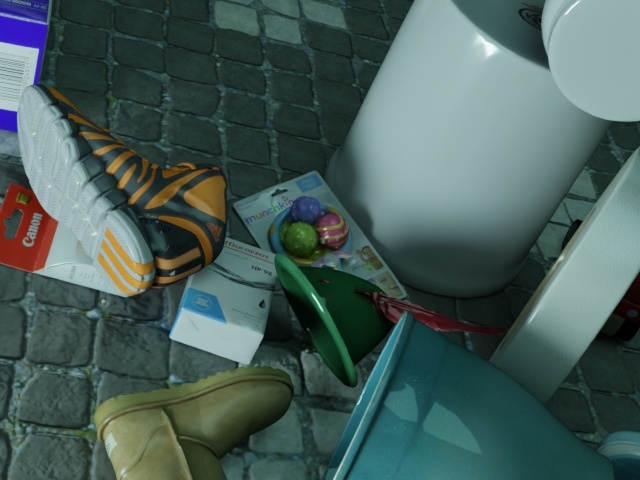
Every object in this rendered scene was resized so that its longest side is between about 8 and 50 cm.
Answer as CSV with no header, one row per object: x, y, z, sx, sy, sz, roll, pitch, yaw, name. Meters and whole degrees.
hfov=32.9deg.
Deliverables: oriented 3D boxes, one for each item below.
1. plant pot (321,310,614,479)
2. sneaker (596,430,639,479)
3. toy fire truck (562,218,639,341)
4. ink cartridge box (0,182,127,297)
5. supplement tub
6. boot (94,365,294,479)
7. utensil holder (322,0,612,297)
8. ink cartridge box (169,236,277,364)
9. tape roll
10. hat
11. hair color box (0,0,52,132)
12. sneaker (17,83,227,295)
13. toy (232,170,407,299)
0.143,0.246,1.097,0.255,0.272,0.272,25,40,3,plant pot
0.469,0.264,1.380,0.319,0.127,0.208,23,41,-18,sneaker
0.470,-0.001,1.563,0.158,0.246,0.217,25,40,-1,toy fire truck
-0.304,-0.015,1.330,0.179,0.045,0.145,18,40,-14,ink cartridge box
0.356,-0.277,1.246,0.191,0.191,0.272,24,41,-3,supplement tub
-0.095,0.272,1.108,0.236,0.089,0.269,-11,52,-22,boot
0.218,-0.164,1.499,0.327,0.385,0.328,14,43,-14,utensil holder
-0.112,0.056,1.341,0.104,0.060,0.180,19,41,-7,ink cartridge box
0.300,0.065,1.297,0.072,0.392,0.392,34,41,9,tape roll
0.073,0.064,1.300,0.183,0.173,0.208,-30,91,-12,hat
-0.426,-0.329,1.492,0.110,0.185,0.339,10,42,-16,hair color box
-0.233,-0.073,1.324,0.180,0.124,0.321,-19,62,-39,sneaker
0.000,0.000,1.442,0.137,0.056,0.237,-23,63,-23,toy
